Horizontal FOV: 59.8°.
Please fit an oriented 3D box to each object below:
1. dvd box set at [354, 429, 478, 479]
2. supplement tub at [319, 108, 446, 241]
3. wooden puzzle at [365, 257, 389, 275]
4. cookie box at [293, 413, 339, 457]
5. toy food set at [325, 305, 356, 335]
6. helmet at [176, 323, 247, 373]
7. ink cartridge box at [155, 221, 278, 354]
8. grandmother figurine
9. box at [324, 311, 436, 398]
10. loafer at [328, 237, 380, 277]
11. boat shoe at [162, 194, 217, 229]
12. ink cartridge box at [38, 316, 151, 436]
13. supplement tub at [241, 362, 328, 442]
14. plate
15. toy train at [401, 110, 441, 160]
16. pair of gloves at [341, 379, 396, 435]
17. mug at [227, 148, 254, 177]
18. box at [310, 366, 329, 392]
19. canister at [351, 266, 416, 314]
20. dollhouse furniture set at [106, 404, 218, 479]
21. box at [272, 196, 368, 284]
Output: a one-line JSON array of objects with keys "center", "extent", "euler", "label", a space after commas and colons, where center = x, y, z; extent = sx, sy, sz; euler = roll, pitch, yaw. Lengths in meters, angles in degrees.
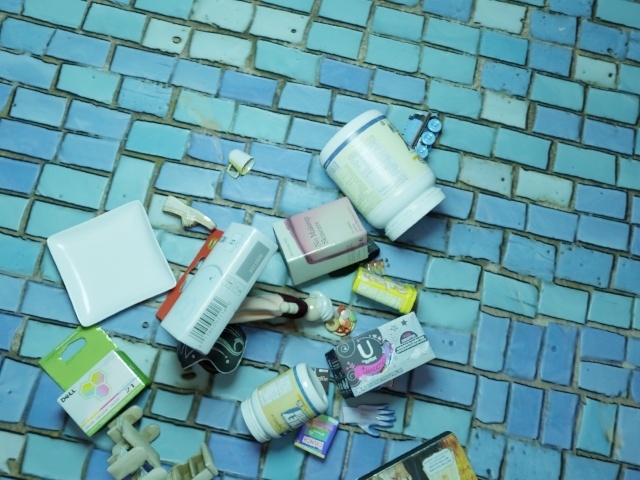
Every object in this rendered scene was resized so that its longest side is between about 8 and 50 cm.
[{"center": [0.319, 0.777, 1.499], "extent": [0.308, 0.062, 0.420], "euler": [-24, 82, -9], "label": "dvd box set"}, {"center": [0.178, -0.183, 1.590], "extent": [0.235, 0.235, 0.325], "euler": [-39, 85, -11], "label": "supplement tub"}, {"center": [0.166, 0.081, 1.652], "extent": [0.083, 0.006, 0.049], "euler": [-9, 80, -7], "label": "wooden puzzle"}, {"center": [-0.012, 0.526, 1.528], "extent": [0.092, 0.040, 0.107], "euler": [25, 78, -1], "label": "cookie box"}, {"center": [0.060, 0.232, 1.604], "extent": [0.083, 0.020, 0.082], "euler": [26, 77, 0], "label": "toy food set"}, {"center": [-0.296, 0.280, 1.489], "extent": [0.162, 0.169, 0.169], "euler": [30, 77, -16], "label": "helmet"}, {"center": [-0.305, 0.092, 1.423], "extent": [0.091, 0.385, 0.308], "euler": [40, 75, -32], "label": "ink cartridge box"}, {"center": [-0.120, 0.181, 1.512], "extent": [0.342, 0.208, 0.104], "euler": [7, 99, -28], "label": "grandmother figurine"}, {"center": [0.156, 0.311, 1.510], "extent": [0.247, 0.163, 0.142], "euler": [-22, 77, -15], "label": "box"}, {"center": [0.090, 0.051, 1.631], "extent": [0.170, 0.062, 0.061], "euler": [-28, 60, -14], "label": "loafer"}, {"center": [-0.380, -0.067, 1.605], "extent": [0.170, 0.063, 0.059], "euler": [29, 80, 10], "label": "boat shoe"}, {"center": [-0.611, 0.355, 1.477], "extent": [0.189, 0.097, 0.255], "euler": [-43, 86, -12], "label": "ink cartridge box"}, {"center": [-0.094, 0.431, 1.476], "extent": [0.200, 0.144, 0.144], "euler": [-31, 83, 3], "label": "supplement tub"}, {"center": [-0.582, 0.063, 1.565], "extent": [0.278, 0.045, 0.277], "euler": [-25, 83, -10], "label": "plate"}, {"center": [0.297, -0.316, 1.710], "extent": [0.105, 0.080, 0.184], "euler": [27, 78, 6], "label": "toy train"}, {"center": [0.136, 0.447, 1.568], "extent": [0.159, 0.023, 0.198], "euler": [2, 78, -5], "label": "pair of gloves"}, {"center": [-0.244, -0.233, 1.650], "extent": [0.064, 0.062, 0.078], "euler": [37, 71, 11], "label": "mug"}, {"center": [-0.017, 0.391, 1.566], "extent": [0.083, 0.018, 0.067], "euler": [6, 79, -4], "label": "box"}, {"center": [0.178, 0.139, 1.580], "extent": [0.170, 0.126, 0.073], "euler": [22, 96, 2], "label": "canister"}, {"center": [-0.401, 0.538, 1.409], "extent": [0.161, 0.212, 0.242], "euler": [-37, 111, -10], "label": "dollhouse furniture set"}, {"center": [0.000, 0.000, 1.565], "extent": [0.232, 0.127, 0.148], "euler": [-20, 55, -8], "label": "box"}]
